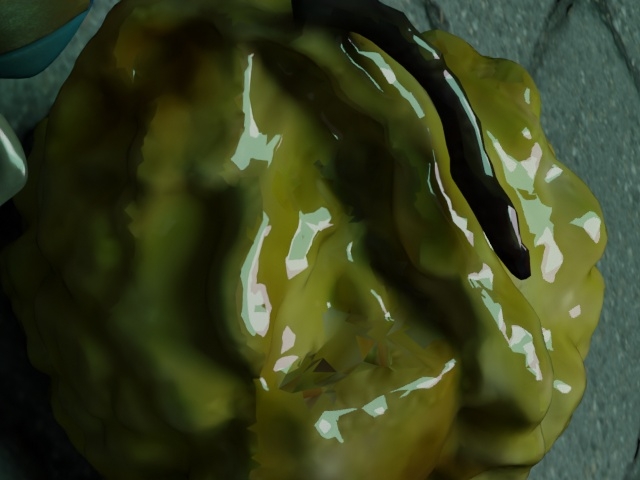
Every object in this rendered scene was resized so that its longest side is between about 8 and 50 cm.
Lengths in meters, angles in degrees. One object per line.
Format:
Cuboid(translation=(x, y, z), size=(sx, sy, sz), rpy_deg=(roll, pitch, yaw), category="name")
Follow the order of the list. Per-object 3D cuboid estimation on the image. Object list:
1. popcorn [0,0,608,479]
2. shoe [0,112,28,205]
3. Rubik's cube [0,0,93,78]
Cuboid(translation=(0.000, 0.000, 1.013), size=(0.382, 0.349, 0.349), rpy_deg=(106, -5, -56), category="popcorn")
Cuboid(translation=(-0.238, 0.016, 0.838), size=(0.109, 0.149, 0.293), rpy_deg=(61, 33, -24), category="shoe")
Cuboid(translation=(-0.187, -0.239, 0.962), size=(0.254, 0.254, 0.254), rpy_deg=(29, 54, -49), category="Rubik's cube")
